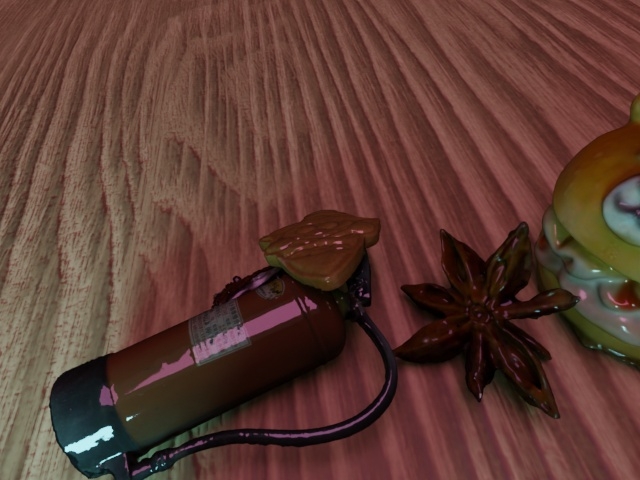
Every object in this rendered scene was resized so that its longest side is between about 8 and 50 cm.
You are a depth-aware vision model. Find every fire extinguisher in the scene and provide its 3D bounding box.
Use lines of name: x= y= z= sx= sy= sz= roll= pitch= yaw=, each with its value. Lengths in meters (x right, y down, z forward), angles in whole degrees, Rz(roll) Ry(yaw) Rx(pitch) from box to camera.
fire extinguisher: x=-0.072 y=0.147 z=0.472 sx=0.377 sy=0.113 sz=0.200 roll=-25 pitch=75 yaw=-12

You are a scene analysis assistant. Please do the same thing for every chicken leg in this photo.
chicken leg: x=-0.064 y=0.051 z=0.583 sx=0.205 sy=0.053 sz=0.093 roll=-26 pitch=36 yaw=-21

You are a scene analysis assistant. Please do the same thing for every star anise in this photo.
star anise: x=0.179 y=0.083 z=0.481 sx=0.196 sy=0.111 sz=0.212 roll=-10 pitch=78 yaw=24

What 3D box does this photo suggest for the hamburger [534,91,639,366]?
hamburger: x=0.388 y=-0.021 z=0.461 sx=0.277 sy=0.236 sz=0.276 roll=-5 pitch=47 yaw=5

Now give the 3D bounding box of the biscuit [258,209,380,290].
biscuit: x=0.000 y=0.000 z=0.528 sx=0.163 sy=0.035 sz=0.250 roll=-16 pitch=20 yaw=0
